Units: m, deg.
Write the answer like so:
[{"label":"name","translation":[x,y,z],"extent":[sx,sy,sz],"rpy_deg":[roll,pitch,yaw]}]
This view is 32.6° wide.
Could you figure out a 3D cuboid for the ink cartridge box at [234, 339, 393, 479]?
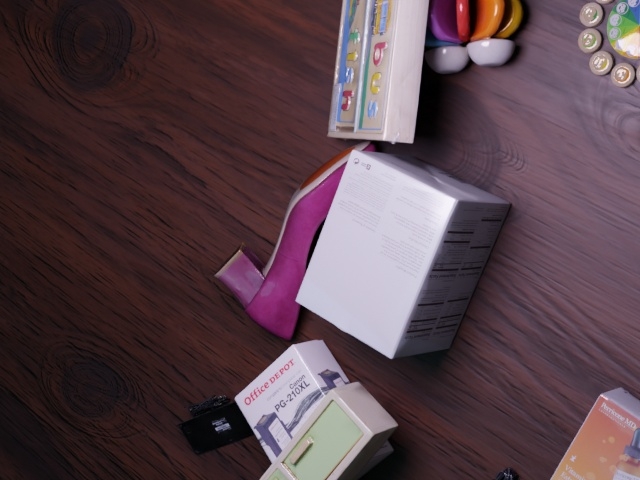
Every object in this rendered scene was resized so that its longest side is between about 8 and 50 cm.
[{"label":"ink cartridge box","translation":[-0.015,0.315,1.883],"extent":[0.172,0.100,0.237],"rpy_deg":[-44,67,25]}]

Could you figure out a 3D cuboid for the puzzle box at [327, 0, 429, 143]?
[{"label":"puzzle box","translation":[0.096,-0.359,1.742],"extent":[0.272,0.052,0.409],"rpy_deg":[-163,78,-71]}]

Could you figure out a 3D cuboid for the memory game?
[{"label":"memory game","translation":[0.465,-0.315,1.604],"extent":[0.186,0.012,0.186],"rpy_deg":[0,90,34]}]

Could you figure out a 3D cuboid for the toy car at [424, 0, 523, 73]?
[{"label":"toy car","translation":[0.215,-0.349,1.700],"extent":[0.182,0.136,0.159],"rpy_deg":[-3,89,35]}]

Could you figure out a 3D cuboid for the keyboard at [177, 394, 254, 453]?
[{"label":"keyboard","translation":[-0.182,0.330,2.049],"extent":[0.192,0.038,0.100],"rpy_deg":[-25,100,31]}]

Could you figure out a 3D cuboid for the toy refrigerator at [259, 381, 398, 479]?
[{"label":"toy refrigerator","translation":[-0.005,0.362,1.761],"extent":[0.102,0.094,0.269],"rpy_deg":[46,114,22]}]

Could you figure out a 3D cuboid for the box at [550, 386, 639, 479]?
[{"label":"box","translation":[0.433,0.320,1.581],"extent":[0.130,0.091,0.170],"rpy_deg":[34,109,30]}]

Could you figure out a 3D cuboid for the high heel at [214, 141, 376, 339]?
[{"label":"high heel","translation":[0.000,0.000,1.898],"extent":[0.181,0.127,0.377],"rpy_deg":[44,111,-9]}]

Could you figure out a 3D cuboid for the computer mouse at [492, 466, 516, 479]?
[{"label":"computer mouse","translation":[0.307,0.459,1.697],"extent":[0.106,0.042,0.193],"rpy_deg":[-43,67,26]}]

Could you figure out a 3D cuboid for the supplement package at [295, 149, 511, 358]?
[{"label":"supplement package","translation":[0.130,0.019,1.723],"extent":[0.199,0.198,0.263],"rpy_deg":[29,106,30]}]
